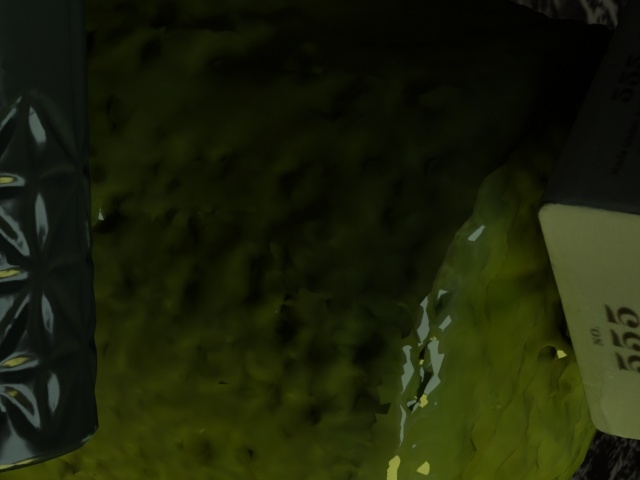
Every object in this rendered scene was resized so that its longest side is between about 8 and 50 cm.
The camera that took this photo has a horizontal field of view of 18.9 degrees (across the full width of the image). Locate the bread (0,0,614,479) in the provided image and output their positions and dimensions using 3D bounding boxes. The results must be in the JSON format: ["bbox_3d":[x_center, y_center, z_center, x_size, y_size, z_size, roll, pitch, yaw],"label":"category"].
[{"bbox_3d":[0.000,0.000,0.980,0.348,0.308,0.348,-31,127,-54],"label":"bread"}]

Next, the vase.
[{"bbox_3d":[-0.168,-0.057,0.768,0.251,0.156,0.300,-14,100,-45],"label":"vase"}]

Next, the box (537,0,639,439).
[{"bbox_3d":[0.182,-0.053,0.893,0.259,0.071,0.168,-64,149,-35],"label":"box"}]
